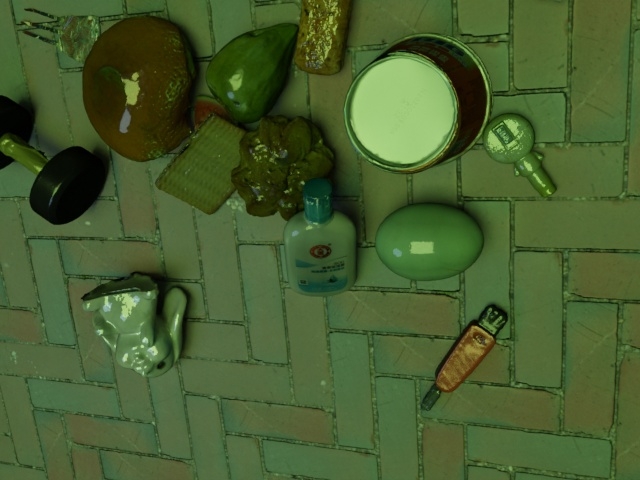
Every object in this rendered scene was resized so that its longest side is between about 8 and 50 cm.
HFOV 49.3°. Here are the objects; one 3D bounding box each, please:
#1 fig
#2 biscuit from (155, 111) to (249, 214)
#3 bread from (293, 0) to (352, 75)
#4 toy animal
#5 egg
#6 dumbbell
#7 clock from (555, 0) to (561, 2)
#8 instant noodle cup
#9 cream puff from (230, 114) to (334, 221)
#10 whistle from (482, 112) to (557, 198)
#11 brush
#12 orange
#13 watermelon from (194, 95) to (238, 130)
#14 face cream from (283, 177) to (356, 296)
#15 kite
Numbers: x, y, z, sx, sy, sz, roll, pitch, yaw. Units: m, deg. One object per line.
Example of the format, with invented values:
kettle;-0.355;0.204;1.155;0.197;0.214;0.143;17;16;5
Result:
fig;-0.152;-0.370;1.514;0.167;0.167;0.233;40;122;4
biscuit;-0.255;-0.179;1.641;0.172;0.029;0.254;29;122;-30
bread;0.008;-0.457;1.472;0.113;0.083;0.211;15;110;19
toy animal;-0.482;0.217;1.825;0.249;0.174;0.289;11;110;4
egg;0.231;0.003;1.490;0.230;0.168;0.168;-1;107;14
dumbbell;-0.728;-0.202;1.756;0.322;0.204;0.204;34;115;7
clock;0.465;-0.500;1.289;0.176;0.080;0.117;13;110;17
instant noodle cup;0.186;-0.266;1.394;0.296;0.214;0.296;6;108;19
cream puff;-0.081;-0.154;1.549;0.244;0.196;0.244;11;144;8
whistle;0.412;-0.170;1.428;0.104;0.057;0.198;-36;92;21
brush;0.323;0.282;1.611;0.070;0.051;0.323;32;115;5
orange;-0.438;-0.351;1.620;0.262;0.196;0.335;38;123;29
watermelon;-0.268;-0.276;1.625;0.125;0.094;0.135;-33;83;32
face cream;0.000;0.000;1.531;0.163;0.080;0.337;-3;141;-1
kite;-0.639;-0.519;1.728;0.229;0.016;0.127;22;110;9
